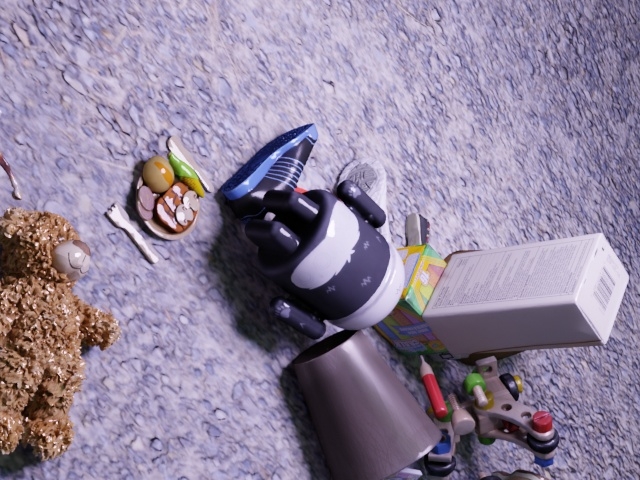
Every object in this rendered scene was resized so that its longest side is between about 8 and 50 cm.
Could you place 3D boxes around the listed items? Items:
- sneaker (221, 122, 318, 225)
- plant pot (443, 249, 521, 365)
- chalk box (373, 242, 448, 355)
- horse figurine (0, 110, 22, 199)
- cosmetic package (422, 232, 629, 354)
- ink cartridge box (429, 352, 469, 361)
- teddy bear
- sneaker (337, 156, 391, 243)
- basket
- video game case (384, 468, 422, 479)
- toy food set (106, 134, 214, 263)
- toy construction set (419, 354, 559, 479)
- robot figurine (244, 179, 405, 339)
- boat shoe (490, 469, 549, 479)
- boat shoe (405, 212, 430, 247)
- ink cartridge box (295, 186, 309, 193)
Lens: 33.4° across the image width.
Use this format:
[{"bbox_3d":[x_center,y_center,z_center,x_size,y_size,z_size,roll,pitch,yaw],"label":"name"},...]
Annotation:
[{"bbox_3d":[-0.071,-0.108,1.794,0.232,0.081,0.090,-44,115,-35],"label":"sneaker"},{"bbox_3d":[0.389,0.116,2.087,0.237,0.254,0.237,13,72,-43],"label":"plant pot"},{"bbox_3d":[0.189,0.126,1.964,0.213,0.132,0.132,44,53,-30],"label":"chalk box"},{"bbox_3d":[-0.493,-0.113,1.364,0.263,0.066,0.174,-23,103,-49],"label":"horse figurine"},{"bbox_3d":[0.346,0.096,1.816,0.113,0.309,0.160,51,52,-26],"label":"cosmetic package"},{"bbox_3d":[0.251,0.203,2.045,0.028,0.083,0.048,50,49,-26],"label":"ink cartridge box"},{"bbox_3d":[-0.367,0.122,1.407,0.245,0.113,0.338,39,55,-36],"label":"teddy bear"},{"bbox_3d":[0.085,-0.042,1.945,0.115,0.090,0.232,68,19,-58],"label":"sneaker"},{"bbox_3d":[0.063,0.272,1.781,0.227,0.204,0.154,63,3,-6],"label":"basket"},{"bbox_3d":[0.107,0.431,1.829,0.087,0.122,0.011,20,30,-42],"label":"video game case"},{"bbox_3d":[-0.232,-0.066,1.641,0.132,0.038,0.192,52,49,-24],"label":"toy food set"},{"bbox_3d":[0.270,0.306,1.973,0.309,0.257,0.237,51,13,-36],"label":"toy construction set"},{"bbox_3d":[0.010,0.028,1.719,0.278,0.209,0.173,38,23,-30],"label":"robot figurine"},{"bbox_3d":[0.376,0.485,2.039,0.068,0.190,0.072,34,68,-7],"label":"boat shoe"},{"bbox_3d":[0.189,0.012,2.050,0.042,0.049,0.133,20,62,-33],"label":"boat shoe"},{"bbox_3d":[0.000,0.000,1.864,0.145,0.045,0.179,18,71,-43],"label":"ink cartridge box"}]
